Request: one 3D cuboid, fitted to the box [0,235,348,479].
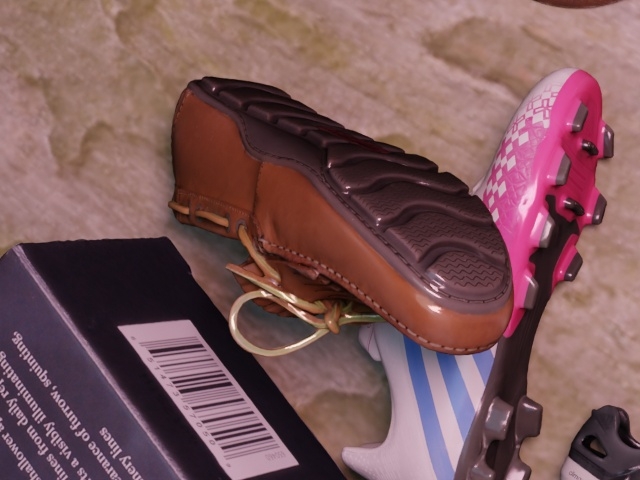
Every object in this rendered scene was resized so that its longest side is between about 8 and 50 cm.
[{"bbox_3d":[-0.201,0.235,1.327,0.395,0.212,0.293,-44,73,19],"label":"box"}]

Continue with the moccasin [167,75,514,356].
[{"bbox_3d":[-0.003,0.000,1.267,0.380,0.139,0.147,29,111,49],"label":"moccasin"}]

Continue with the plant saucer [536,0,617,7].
[{"bbox_3d":[0.183,-0.268,1.324,0.198,0.036,0.199,0,91,25],"label":"plant saucer"}]

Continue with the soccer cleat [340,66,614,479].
[{"bbox_3d":[0.101,0.030,1.303,0.143,0.116,0.331,16,90,28],"label":"soccer cleat"}]

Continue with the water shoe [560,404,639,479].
[{"bbox_3d":[0.262,0.176,1.254,0.203,0.073,0.080,24,92,20],"label":"water shoe"}]
